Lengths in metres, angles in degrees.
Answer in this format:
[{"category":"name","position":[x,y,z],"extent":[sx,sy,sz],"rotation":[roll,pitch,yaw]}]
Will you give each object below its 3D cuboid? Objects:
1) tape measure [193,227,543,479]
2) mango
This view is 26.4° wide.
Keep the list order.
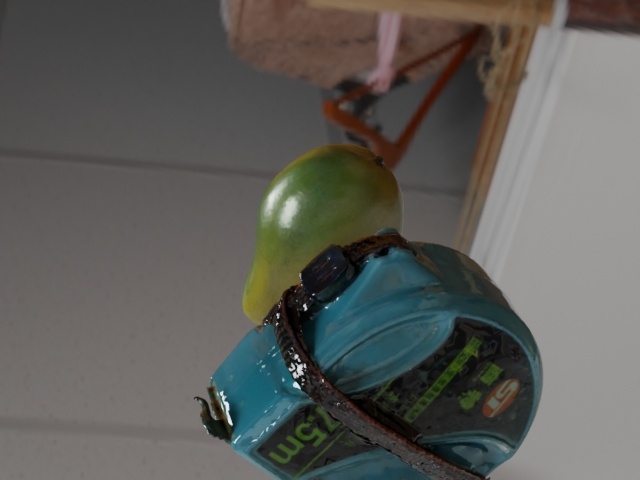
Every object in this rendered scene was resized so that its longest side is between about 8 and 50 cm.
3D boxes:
[{"category":"tape measure","position":[0.033,0.063,0.615],"extent":[0.146,0.125,0.081],"rotation":[37,-167,-33]},{"category":"mango","position":[0.004,-0.002,1.139],"extent":[0.122,0.191,0.085],"rotation":[-6,-130,-22]}]
